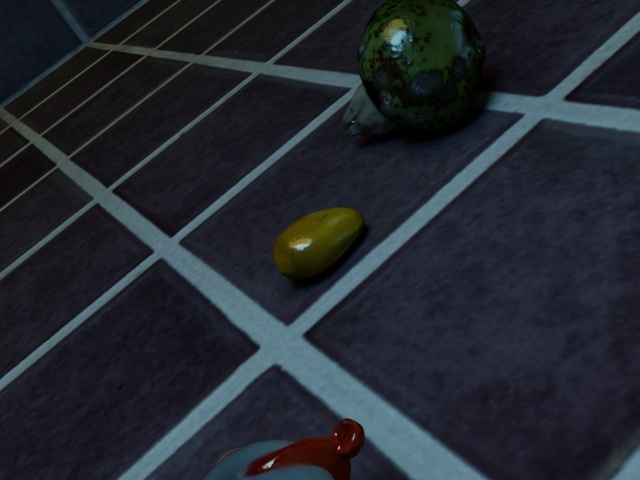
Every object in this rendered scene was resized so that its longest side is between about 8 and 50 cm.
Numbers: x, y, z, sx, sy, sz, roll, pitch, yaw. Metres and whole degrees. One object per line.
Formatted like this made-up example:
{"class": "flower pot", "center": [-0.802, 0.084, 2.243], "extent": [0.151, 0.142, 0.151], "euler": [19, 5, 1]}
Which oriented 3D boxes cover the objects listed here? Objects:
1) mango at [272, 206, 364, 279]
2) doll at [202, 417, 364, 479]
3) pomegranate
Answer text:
{"class": "mango", "center": [0.000, 0.000, 0.696], "extent": [0.089, 0.046, 0.060], "euler": [-28, 28, -16]}
{"class": "doll", "center": [-0.065, 0.188, 0.442], "extent": [0.245, 0.076, 0.142], "euler": [-42, 30, -6]}
{"class": "pomegranate", "center": [0.092, -0.157, 0.788], "extent": [0.125, 0.163, 0.138], "euler": [6, 49, -7]}
